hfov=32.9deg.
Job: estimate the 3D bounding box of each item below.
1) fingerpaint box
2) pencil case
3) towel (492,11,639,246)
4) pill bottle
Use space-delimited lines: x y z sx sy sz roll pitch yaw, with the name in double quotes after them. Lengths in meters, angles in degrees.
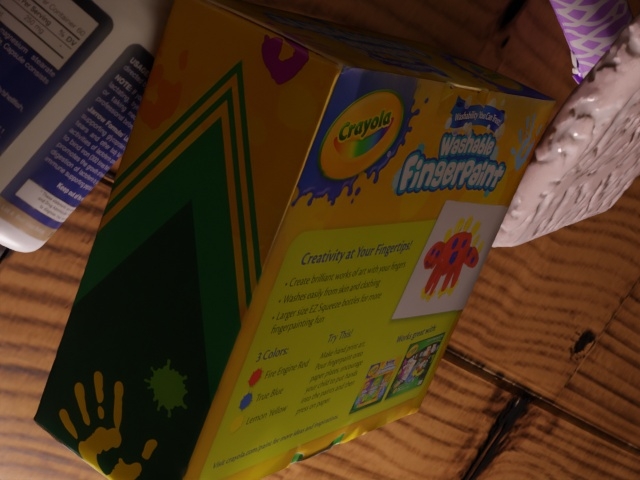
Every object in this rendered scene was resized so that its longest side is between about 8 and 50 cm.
0.000 0.000 0.970 0.445 0.163 0.371 -8 123 -59 "fingerpaint box"
0.286 -0.259 1.179 0.088 0.086 0.206 -27 133 13 "pencil case"
0.338 -0.141 1.186 0.317 0.053 0.331 -16 146 -52 "towel"
-0.197 -0.134 0.840 0.264 0.153 0.153 -49 134 -2 "pill bottle"
